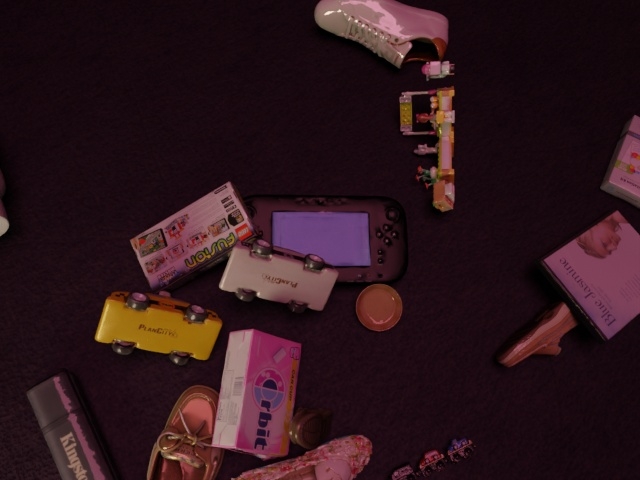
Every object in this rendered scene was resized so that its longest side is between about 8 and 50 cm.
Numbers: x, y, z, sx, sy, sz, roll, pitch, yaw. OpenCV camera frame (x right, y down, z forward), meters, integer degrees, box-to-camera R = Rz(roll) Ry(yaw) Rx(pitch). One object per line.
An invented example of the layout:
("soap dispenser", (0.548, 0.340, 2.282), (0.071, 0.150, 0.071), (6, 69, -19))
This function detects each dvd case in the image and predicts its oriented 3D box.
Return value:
("dvd case", (0.535, 0.057, 1.077), (0.253, 0.022, 0.180), (-27, 74, -28))

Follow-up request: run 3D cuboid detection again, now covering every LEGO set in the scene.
("LEGO set", (0.206, -0.198, 1.129), (0.107, 0.132, 0.286), (0, 92, 12))

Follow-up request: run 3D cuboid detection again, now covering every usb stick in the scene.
("usb stick", (-0.369, 0.332, 0.892), (0.077, 0.045, 0.277), (-27, 74, -16))

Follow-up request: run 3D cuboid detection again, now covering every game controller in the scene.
("game controller", (0.000, 0.000, 1.048), (0.320, 0.067, 0.166), (0, 69, -5))

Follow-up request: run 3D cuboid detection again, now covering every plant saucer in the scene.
("plant saucer", (0.103, 0.119, 1.030), (0.084, 0.015, 0.083), (0, 86, -6))

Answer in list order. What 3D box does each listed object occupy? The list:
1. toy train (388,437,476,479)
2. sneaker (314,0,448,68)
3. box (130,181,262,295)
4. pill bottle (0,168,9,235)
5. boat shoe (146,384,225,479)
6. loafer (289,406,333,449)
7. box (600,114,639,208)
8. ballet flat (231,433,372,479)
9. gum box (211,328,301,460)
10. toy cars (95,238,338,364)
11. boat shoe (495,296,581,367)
("toy train", (0.183, 0.362, 0.948), (0.159, 0.027, 0.036), (-20, 61, -12))
("sneaker", (0.128, -0.433, 1.207), (0.291, 0.106, 0.123), (8, 66, -4))
("box", (-0.217, -0.002, 1.006), (0.207, 0.036, 0.114), (-29, 74, 5))
("pill bottle", (-0.620, -0.112, 0.992), (0.131, 0.131, 0.229), (-23, 73, -14))
("boat shoe", (-0.209, 0.359, 0.873), (0.105, 0.089, 0.285), (10, 68, -1))
("loafer", (-0.022, 0.289, 0.900), (0.050, 0.148, 0.056), (3, 78, 18))
("box", (0.677, -0.152, 1.193), (0.145, 0.038, 0.186), (29, 70, 6))
("ballet flat", (-0.025, 0.374, 0.886), (0.241, 0.077, 0.091), (-19, 111, -7))
("gum box", (-0.098, 0.246, 0.915), (0.107, 0.062, 0.188), (26, 61, -40))
("toy cars", (-0.169, 0.090, 0.961), (0.394, 0.176, 0.087), (-22, 30, -5))
("boat shoe", (0.396, 0.175, 1.024), (0.190, 0.068, 0.072), (-34, 87, -17))
